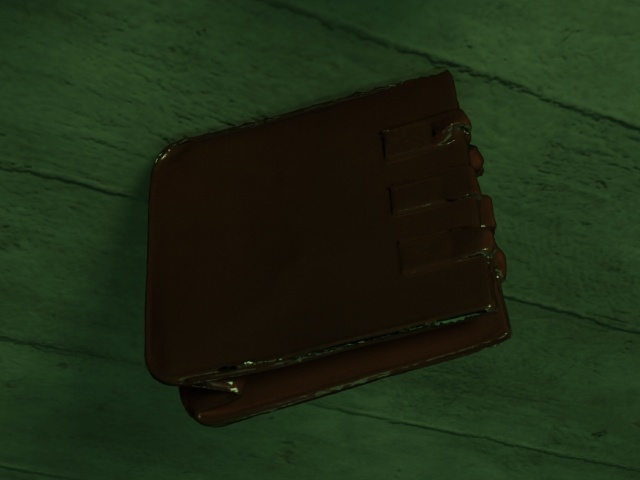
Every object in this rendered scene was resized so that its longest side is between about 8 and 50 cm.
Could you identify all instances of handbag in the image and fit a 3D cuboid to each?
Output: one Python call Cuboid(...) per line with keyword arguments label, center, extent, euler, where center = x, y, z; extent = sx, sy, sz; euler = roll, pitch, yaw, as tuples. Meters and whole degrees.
Cuboid(label="handbag", center=(0.000, 0.001, 0.932), extent=(0.276, 0.260, 0.084), euler=(-16, 137, 10))
